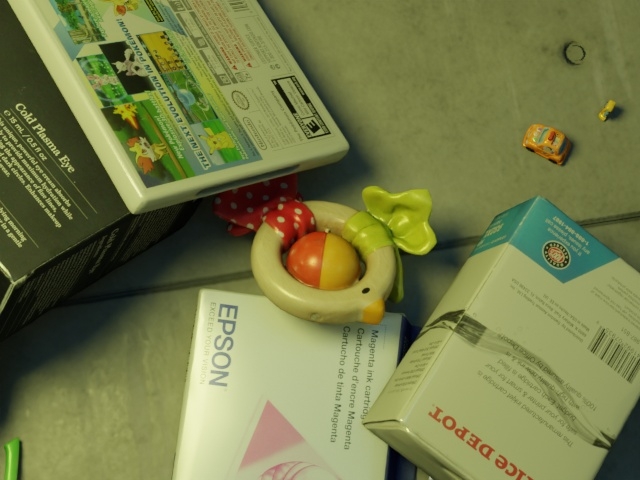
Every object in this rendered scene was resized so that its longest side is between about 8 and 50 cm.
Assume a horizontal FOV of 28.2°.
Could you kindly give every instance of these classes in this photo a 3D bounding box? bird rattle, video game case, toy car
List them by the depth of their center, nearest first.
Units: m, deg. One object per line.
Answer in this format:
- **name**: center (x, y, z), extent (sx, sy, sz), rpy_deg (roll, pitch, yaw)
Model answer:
- **video game case**: center (-0.159, -0.197, 1.398), extent (0.300, 0.036, 0.329), rpy_deg (-17, 69, -42)
- **bird rattle**: center (0.000, 0.000, 1.433), extent (0.253, 0.143, 0.207), rpy_deg (16, 45, -9)
- **toy car**: center (0.307, -0.147, 1.570), extent (0.122, 0.040, 0.060), rpy_deg (-44, 84, -12)

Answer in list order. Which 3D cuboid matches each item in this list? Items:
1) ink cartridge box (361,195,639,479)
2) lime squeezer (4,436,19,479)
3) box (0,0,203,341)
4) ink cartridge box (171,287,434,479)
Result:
- **ink cartridge box**: center (0.227, 0.143, 1.421), extent (0.223, 0.129, 0.307), rpy_deg (38, 72, -9)
- **lime squeezer**: center (-0.311, 0.380, 1.404), extent (0.110, 0.059, 0.310), rpy_deg (-23, 77, -42)
- **box**: center (-0.334, -0.112, 1.385), extent (0.312, 0.179, 0.343), rpy_deg (-35, 81, -38)
- **ink cartridge box**: center (0.002, 0.234, 1.445), extent (0.330, 0.071, 0.324), rpy_deg (7, 76, -1)
